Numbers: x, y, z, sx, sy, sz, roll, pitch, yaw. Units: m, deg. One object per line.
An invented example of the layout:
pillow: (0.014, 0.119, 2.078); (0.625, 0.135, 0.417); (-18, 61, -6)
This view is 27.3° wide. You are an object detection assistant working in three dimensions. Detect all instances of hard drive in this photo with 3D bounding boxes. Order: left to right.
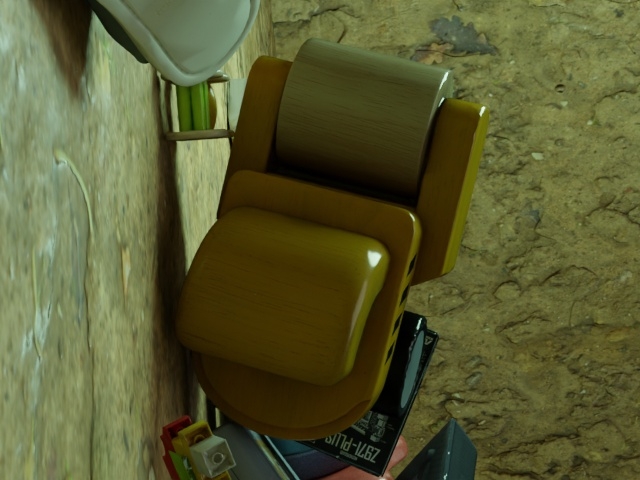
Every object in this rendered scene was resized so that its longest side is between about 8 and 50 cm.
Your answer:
hard drive: (0.073, 0.318, 1.366); (0.255, 0.054, 0.172); (-53, -174, 24)

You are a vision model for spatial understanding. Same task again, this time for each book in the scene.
book: (-0.103, -0.130, 1.757); (0.144, 0.035, 0.096); (86, 5, -47)

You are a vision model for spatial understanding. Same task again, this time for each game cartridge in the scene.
game cartridge: (-0.027, 0.259, 1.191); (0.198, 0.062, 0.297); (49, -4, 9)

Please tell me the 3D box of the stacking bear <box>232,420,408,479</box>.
stacking bear: (-0.028, 0.130, 1.399); (0.175, 0.164, 0.289); (-50, 125, -74)

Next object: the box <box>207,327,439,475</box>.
box: (0.005, 0.126, 1.270); (0.077, 0.180, 0.147); (79, 33, -79)

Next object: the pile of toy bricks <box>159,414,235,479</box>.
pile of toy bricks: (-0.075, 0.213, 0.743); (0.105, 0.118, 0.212); (0, -68, 64)

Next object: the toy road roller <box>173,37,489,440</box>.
toy road roller: (0.000, 0.000, 1.079); (0.240, 0.202, 0.330); (-4, 108, -78)

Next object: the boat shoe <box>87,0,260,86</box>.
boat shoe: (-0.117, -0.192, 0.695); (0.099, 0.116, 0.319); (39, -10, 21)

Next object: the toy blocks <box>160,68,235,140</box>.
toy blocks: (-0.107, -0.159, 1.117); (0.123, 0.054, 0.148); (-79, 165, -86)
